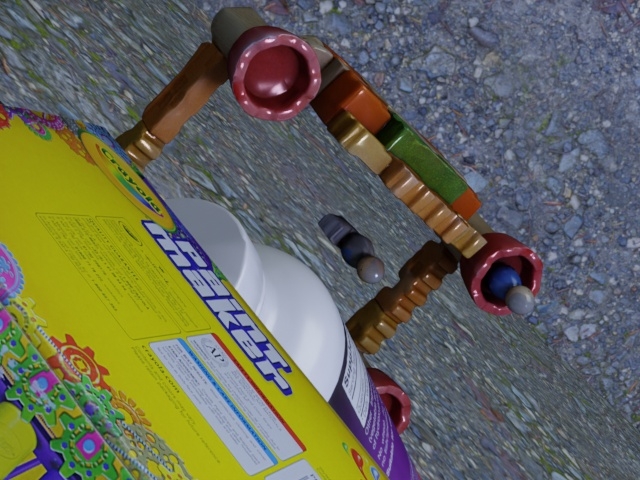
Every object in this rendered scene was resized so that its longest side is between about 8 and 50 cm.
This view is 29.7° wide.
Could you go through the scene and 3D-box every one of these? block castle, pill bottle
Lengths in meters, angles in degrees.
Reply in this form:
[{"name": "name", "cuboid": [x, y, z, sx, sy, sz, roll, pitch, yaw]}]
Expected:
[{"name": "block castle", "cuboid": [0.000, 0.000, 1.250, 0.453, 0.303, 0.213, 39, 9, -32]}, {"name": "pill bottle", "cuboid": [-0.049, 0.127, 0.788, 0.181, 0.182, 0.323, 62, -2, 47]}]

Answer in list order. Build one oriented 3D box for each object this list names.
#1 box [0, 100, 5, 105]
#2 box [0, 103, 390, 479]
[{"name": "box", "cuboid": [-0.294, -0.043, 0.750, 0.270, 0.165, 0.143, 45, 14, -6]}, {"name": "box", "cuboid": [-0.133, 0.144, 0.466, 0.290, 0.279, 0.177, 51, 14, 13]}]
